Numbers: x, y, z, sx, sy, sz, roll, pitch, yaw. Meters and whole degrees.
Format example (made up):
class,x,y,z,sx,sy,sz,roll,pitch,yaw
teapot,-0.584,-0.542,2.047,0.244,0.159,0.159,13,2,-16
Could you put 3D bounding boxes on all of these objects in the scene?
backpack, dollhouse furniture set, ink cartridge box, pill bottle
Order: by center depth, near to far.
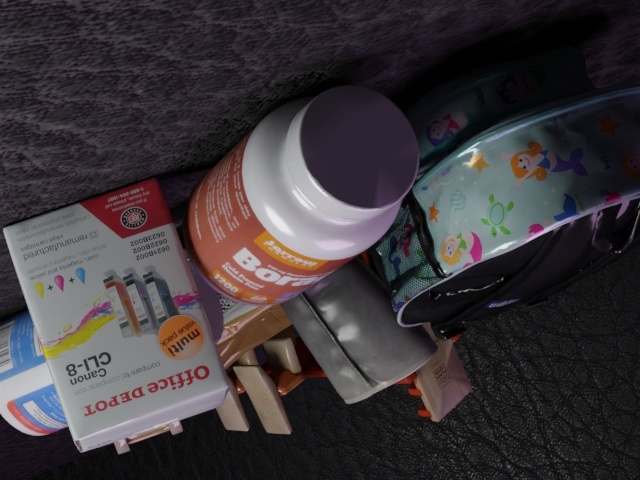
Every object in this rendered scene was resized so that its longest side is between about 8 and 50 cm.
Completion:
class,x,y,z,sx,sy,sz,roll,pitch,yaw
pill bottle,-0.014,-0.033,1.186,0.121,0.121,0.216,-16,171,-27
ink cartridge box,-0.158,0.063,1.269,0.128,0.176,0.127,-19,172,-9
backpack,0.166,-0.045,1.293,0.225,0.191,0.253,-16,173,-26
pill bottle,-0.208,0.099,1.569,0.221,0.124,0.124,-23,171,24
dollhouse furniture set,0.034,0.131,1.849,0.259,0.135,0.262,-4,-153,47

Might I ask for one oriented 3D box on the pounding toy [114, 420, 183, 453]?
class,x,y,z,sx,sy,sz,roll,pitch,yaw
pounding toy,-0.182,0.146,1.832,0.155,0.154,0.269,-19,172,-6

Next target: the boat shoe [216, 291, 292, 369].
class,x,y,z,sx,sy,sz,roll,pitch,yaw
boat shoe,-0.129,0.085,1.685,0.277,0.096,0.098,-31,152,-1

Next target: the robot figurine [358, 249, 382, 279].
class,x,y,z,sx,sy,sz,roll,pitch,yaw
robot figurine,0.132,-0.011,1.521,0.291,0.085,0.211,-26,-149,-24

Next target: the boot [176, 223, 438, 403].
class,x,y,z,sx,sy,sz,roll,pitch,yaw
boot,-0.025,0.054,1.410,0.190,0.208,0.076,-23,-155,31
